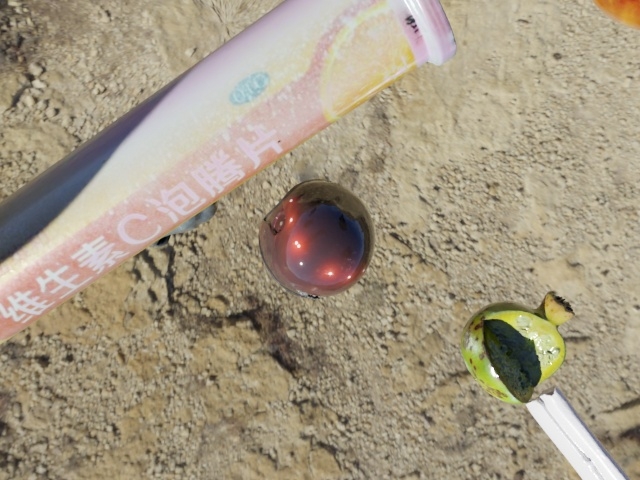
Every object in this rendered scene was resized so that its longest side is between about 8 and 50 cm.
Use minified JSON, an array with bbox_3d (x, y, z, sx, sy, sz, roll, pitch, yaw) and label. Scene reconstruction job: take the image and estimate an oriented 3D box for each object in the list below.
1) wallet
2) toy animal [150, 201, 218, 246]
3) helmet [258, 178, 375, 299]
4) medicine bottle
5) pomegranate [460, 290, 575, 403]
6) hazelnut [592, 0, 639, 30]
[{"bbox_3d":[0.215,0.173,0.498,0.025,0.061,0.122,-32,71,-11],"label":"wallet"},{"bbox_3d":[-0.299,-0.053,1.163,0.269,0.137,0.082,-29,144,8],"label":"toy animal"},{"bbox_3d":[0.000,0.000,1.122,0.189,0.193,0.216,14,93,-28],"label":"helmet"},{"bbox_3d":[-0.108,-0.063,0.476,0.426,0.108,0.108,-33,110,9],"label":"medicine bottle"},{"bbox_3d":[0.279,0.143,0.910,0.143,0.122,0.169,34,84,-10],"label":"pomegranate"},{"bbox_3d":[0.163,-0.142,0.298,0.086,0.086,0.086,-3,109,-8],"label":"hazelnut"}]
